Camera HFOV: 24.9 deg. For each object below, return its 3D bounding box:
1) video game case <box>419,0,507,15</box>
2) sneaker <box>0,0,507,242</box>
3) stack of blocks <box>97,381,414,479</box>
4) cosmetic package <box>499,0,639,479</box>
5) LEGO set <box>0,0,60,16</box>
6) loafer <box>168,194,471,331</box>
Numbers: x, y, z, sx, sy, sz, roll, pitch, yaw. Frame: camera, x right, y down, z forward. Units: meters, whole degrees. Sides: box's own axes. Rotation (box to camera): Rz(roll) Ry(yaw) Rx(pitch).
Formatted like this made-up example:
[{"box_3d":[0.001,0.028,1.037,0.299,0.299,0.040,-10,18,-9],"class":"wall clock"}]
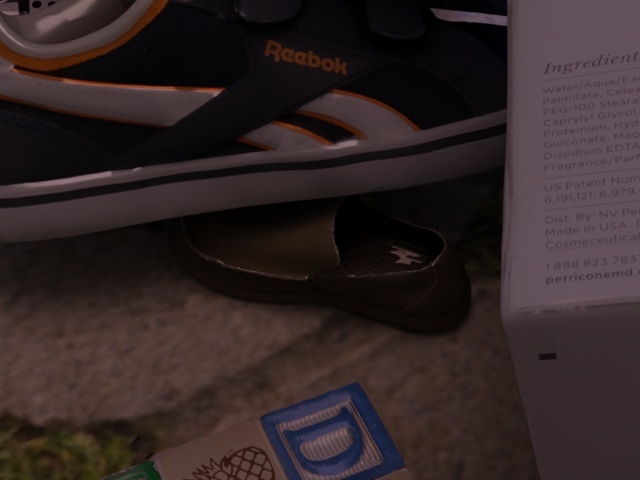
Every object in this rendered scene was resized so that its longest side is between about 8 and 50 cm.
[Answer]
[{"box_3d":[-0.010,-0.162,0.689,0.274,0.196,0.026,12,80,27],"class":"video game case"},{"box_3d":[-0.021,-0.087,0.680,0.321,0.127,0.126,-10,18,-14],"class":"sneaker"},{"box_3d":[-0.001,0.210,0.485,0.171,0.087,0.297,-19,53,-15],"class":"stack of blocks"},{"box_3d":[0.152,0.001,0.558,0.138,0.224,0.224,-6,49,13],"class":"cosmetic package"},{"box_3d":[-0.183,-0.172,0.803,0.093,0.087,0.227,-7,56,-6],"class":"LEGO set"},{"box_3d":[0.000,0.000,0.683,0.148,0.050,0.056,10,51,7],"class":"loafer"}]
